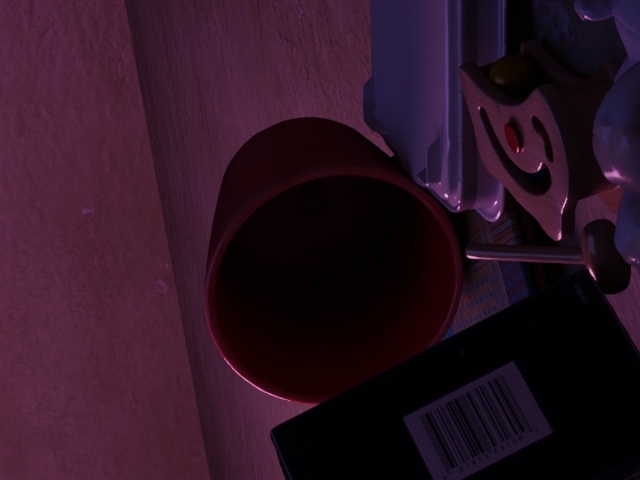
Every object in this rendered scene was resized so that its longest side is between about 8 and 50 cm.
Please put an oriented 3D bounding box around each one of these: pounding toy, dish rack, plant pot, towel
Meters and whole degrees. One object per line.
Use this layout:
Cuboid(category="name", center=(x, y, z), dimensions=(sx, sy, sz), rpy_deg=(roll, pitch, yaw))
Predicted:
Cuboid(category="pounding toy", center=(0.178, -0.078, 1.613), dimensions=(0.269, 0.155, 0.154), rpy_deg=(-127, 21, -52))
Cuboid(category="dish rack", center=(0.101, -0.202, 1.854), dimensions=(0.285, 0.072, 0.332), rpy_deg=(-129, 33, -61))
Cuboid(category="plant pot", center=(0.000, 0.000, 2.037), dimensions=(0.243, 0.275, 0.275), rpy_deg=(-108, 8, -64))
Cuboid(category="towel", center=(0.153, 0.005, 1.999), dimensions=(0.370, 0.040, 0.271), rpy_deg=(139, 118, -73))

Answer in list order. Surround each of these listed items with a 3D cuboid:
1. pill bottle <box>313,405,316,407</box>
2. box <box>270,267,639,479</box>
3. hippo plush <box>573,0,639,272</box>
Cuboid(category="pill bottle", center=(0.085, 0.302, 2.311), dimensions=(0.181, 0.182, 0.323), rpy_deg=(-121, 21, -44))
Cuboid(category="box", center=(0.152, 0.217, 1.601), dimensions=(0.182, 0.296, 0.294), rpy_deg=(64, -179, 34))
Cuboid(category="hippo plush", center=(0.239, -0.109, 1.200), dimensions=(0.236, 0.234, 0.294), rpy_deg=(-137, 33, -62))
